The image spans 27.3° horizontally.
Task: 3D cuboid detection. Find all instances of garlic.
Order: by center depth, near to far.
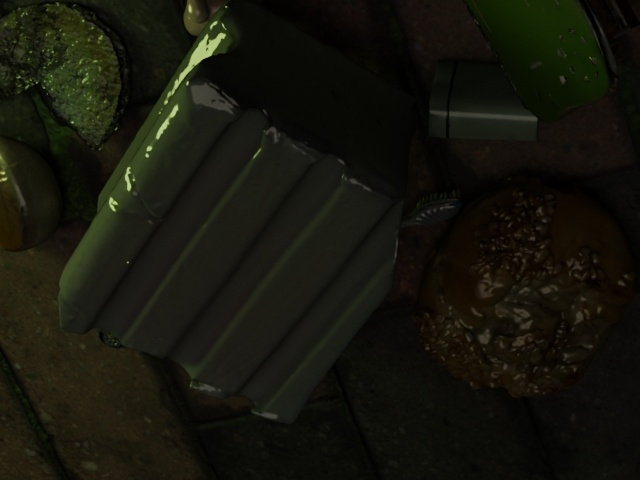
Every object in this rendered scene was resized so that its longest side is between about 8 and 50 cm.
[{"bbox_3d":[-0.428,-0.077,1.809,0.129,0.090,0.198,-3,123,29],"label":"garlic"}]

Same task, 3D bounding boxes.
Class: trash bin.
[{"bbox_3d":[0.200,-0.168,1.587,0.130,0.116,0.059,5,130,10],"label":"trash bin"}]

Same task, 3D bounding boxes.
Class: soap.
[{"bbox_3d":[-0.083,-0.027,1.611,0.350,0.213,0.435,28,129,-10],"label":"soap"}]

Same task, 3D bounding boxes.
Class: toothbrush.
[{"bbox_3d":[0.000,0.000,1.775,0.413,0.042,0.035,-16,122,22],"label":"toothbrush"}]

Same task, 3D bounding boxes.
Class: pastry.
[{"bbox_3d":[0.255,0.075,1.684,0.255,0.162,0.311,27,119,-1],"label":"pastry"}]

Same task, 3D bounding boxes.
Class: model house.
[{"bbox_3d":[0.265,-0.300,1.449,0.154,0.207,0.294,-30,92,-20],"label":"model house"}]

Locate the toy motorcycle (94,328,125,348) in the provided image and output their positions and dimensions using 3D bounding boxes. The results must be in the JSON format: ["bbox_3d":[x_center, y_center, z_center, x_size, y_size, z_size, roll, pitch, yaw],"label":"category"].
[{"bbox_3d":[-0.288,0.078,1.871,0.124,0.061,0.193,33,129,-14],"label":"toy motorcycle"}]

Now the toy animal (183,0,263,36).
[{"bbox_3d":[-0.118,-0.279,1.610,0.124,0.124,0.212,-16,120,21],"label":"toy animal"}]

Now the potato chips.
[{"bbox_3d":[-0.357,-0.222,1.746,0.220,0.029,0.202,9,119,5],"label":"potato chips"}]
